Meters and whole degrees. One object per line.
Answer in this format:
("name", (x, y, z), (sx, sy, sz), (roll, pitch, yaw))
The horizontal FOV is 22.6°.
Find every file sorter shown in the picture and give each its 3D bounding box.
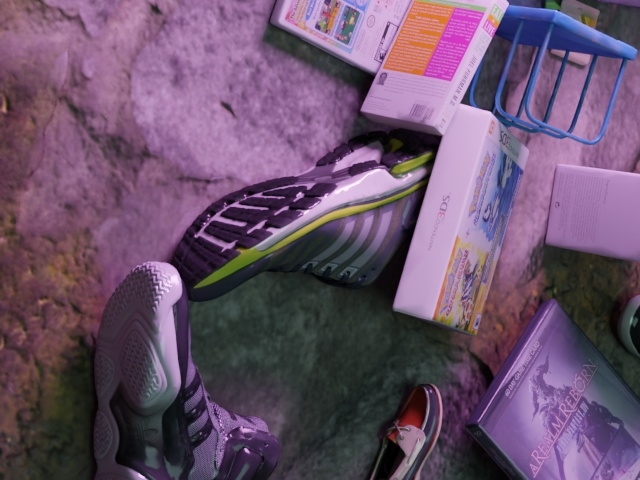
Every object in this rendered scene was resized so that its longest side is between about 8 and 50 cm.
("file sorter", (0.193, -0.164, 1.558), (0.118, 0.170, 0.104), (18, 91, -38))

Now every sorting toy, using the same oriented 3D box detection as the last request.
("sorting toy", (0.262, -0.225, 1.695), (0.083, 0.012, 0.062), (15, 89, -38))

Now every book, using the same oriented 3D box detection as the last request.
("book", (0.107, -0.172, 1.513), (0.035, 0.096, 0.144), (38, 75, -43))

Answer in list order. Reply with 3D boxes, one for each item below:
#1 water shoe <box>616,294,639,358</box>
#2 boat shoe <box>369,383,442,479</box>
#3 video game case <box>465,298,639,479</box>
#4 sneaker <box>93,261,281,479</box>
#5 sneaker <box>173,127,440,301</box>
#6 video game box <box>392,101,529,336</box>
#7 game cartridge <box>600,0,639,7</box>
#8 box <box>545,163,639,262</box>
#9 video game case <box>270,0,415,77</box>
("water shoe", (0.422, 0.121, 1.832), (0.203, 0.080, 0.073), (31, 79, -36))
("boat shoe", (0.083, 0.207, 1.616), (0.043, 0.049, 0.137), (18, 91, -35))
("video game case", (0.285, 0.224, 1.705), (0.274, 0.026, 0.196), (49, 52, -15))
("sneaker", (-0.116, 0.145, 1.425), (0.153, 0.101, 0.268), (-4, 106, -37))
("sneaker", (0.000, 0.000, 1.482), (0.300, 0.111, 0.121), (-24, 116, -29))
("video game box", (0.141, -0.015, 1.565), (0.187, 0.048, 0.205), (22, 84, -68))
("game cartridge", (0.356, -0.364, 1.715), (0.355, 0.068, 0.230), (2, 101, -37))
("box", (0.346, -0.023, 1.694), (0.130, 0.170, 0.091), (6, 94, -37))
("video game case", (0.034, -0.251, 1.516), (0.143, 0.019, 0.157), (23, 85, -37))
